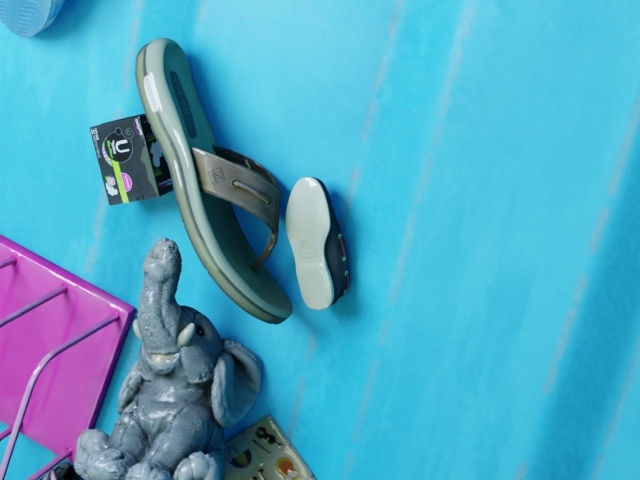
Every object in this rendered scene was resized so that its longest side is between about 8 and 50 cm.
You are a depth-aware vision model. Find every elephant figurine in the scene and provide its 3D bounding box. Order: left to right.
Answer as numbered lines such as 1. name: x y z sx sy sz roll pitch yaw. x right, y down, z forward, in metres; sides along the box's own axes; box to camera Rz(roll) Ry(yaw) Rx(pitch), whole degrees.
1. elephant figurine: -0.139 0.146 1.361 0.169 0.186 0.239 19 71 -15

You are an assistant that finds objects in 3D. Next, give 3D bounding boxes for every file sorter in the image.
1. file sorter: -0.388 0.115 1.423 0.291 0.182 0.202 27 112 13

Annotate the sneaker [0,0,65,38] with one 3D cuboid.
1. sneaker: -0.259 -0.288 1.322 0.087 0.092 0.228 43 134 3

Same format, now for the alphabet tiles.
1. alphabet tiles: -0.106 0.292 1.457 0.237 0.009 0.198 -35 89 25

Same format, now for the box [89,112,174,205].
1. box: -0.187 -0.084 1.363 0.062 0.052 0.083 -10 99 24

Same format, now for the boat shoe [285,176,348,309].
1. boat shoe: -0.002 0.000 1.319 0.049 0.042 0.133 1 107 31

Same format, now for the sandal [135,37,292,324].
1. sandal: -0.090 -0.059 1.302 0.086 0.120 0.302 -20 96 11

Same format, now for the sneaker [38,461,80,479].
1. sneaker: -0.259 0.299 1.452 0.077 0.072 0.178 -47 51 -8
